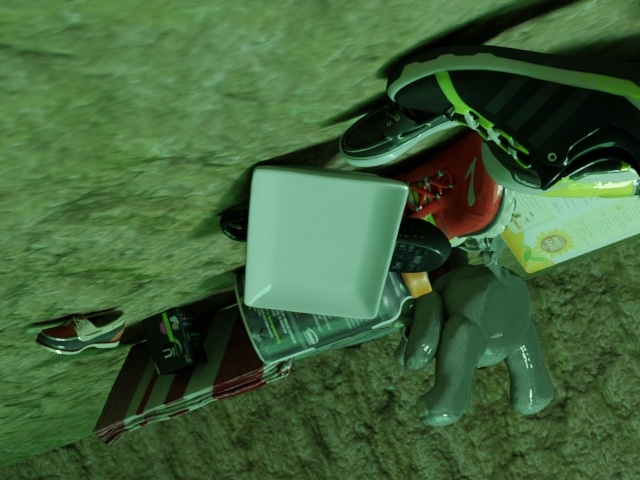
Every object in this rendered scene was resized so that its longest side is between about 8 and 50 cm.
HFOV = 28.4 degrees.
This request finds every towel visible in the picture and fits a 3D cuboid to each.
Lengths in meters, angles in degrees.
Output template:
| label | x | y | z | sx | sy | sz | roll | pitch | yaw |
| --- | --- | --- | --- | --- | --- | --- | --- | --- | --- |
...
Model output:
| label | x | y | z | sx | sy | sz | roll | pitch | yaw |
| --- | --- | --- | --- | --- | --- | --- | --- | --- | --- |
| towel | -0.168 | 0.175 | 1.875 | 0.329 | 0.037 | 0.237 | -22 | -156 | 19 |

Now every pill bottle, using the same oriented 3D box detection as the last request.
| label | x | y | z | sx | sy | sz | roll | pitch | yaw |
| --- | --- | --- | --- | --- | --- | --- | --- | --- | --- |
| pill bottle | 0.021 | 0.067 | 1.674 | 0.245 | 0.130 | 0.130 | -19 | 171 | 5 |

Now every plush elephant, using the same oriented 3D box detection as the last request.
| label | x | y | z | sx | sy | sz | roll | pitch | yaw |
| --- | --- | --- | --- | --- | --- | --- | --- | --- | --- |
| plush elephant | 0.182 | 0.112 | 1.956 | 0.272 | 0.330 | 0.255 | -9 | -170 | -40 |

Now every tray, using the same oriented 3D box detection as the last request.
| label | x | y | z | sx | sy | sz | roll | pitch | yaw |
| --- | --- | --- | --- | --- | --- | --- | --- | --- | --- |
| tray | 0.000 | 0.000 | 1.255 | 0.145 | 0.030 | 0.270 | 7 | 149 | -1 |

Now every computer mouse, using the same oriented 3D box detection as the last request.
| label | x | y | z | sx | sy | sz | roll | pitch | yaw |
| --- | --- | --- | --- | --- | --- | --- | --- | --- | --- |
| computer mouse | 0.017 | -0.010 | 1.305 | 0.242 | 0.041 | 0.071 | 9 | 150 | -8 |

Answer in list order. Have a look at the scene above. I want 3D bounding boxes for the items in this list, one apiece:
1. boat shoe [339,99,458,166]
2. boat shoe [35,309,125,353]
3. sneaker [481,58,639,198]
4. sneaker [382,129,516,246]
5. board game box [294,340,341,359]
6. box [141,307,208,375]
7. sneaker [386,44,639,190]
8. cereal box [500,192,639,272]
| label | x | y | z | sx | sy | sz | roll | pitch | yaw |
| --- | --- | --- | --- | --- | --- | --- | --- | --- | --- |
| boat shoe | 0.075 | -0.107 | 1.056 | 0.142 | 0.049 | 0.040 | -23 | 151 | 17 |
| boat shoe | -0.300 | 0.113 | 1.588 | 0.137 | 0.049 | 0.043 | -2 | 119 | -53 |
| sneaker | 0.314 | -0.087 | 1.210 | 0.384 | 0.145 | 0.147 | -12 | 144 | -28 |
| sneaker | 0.115 | -0.041 | 1.348 | 0.118 | 0.107 | 0.279 | 0 | 160 | -22 |
| board game box | 0.082 | 0.118 | 2.212 | 0.224 | 0.097 | 0.303 | -26 | 170 | 32 |
| box | -0.209 | 0.145 | 1.815 | 0.062 | 0.083 | 0.052 | -22 | 170 | 19 |
| sneaker | 0.161 | -0.089 | 0.956 | 0.234 | 0.097 | 0.084 | 6 | 175 | 14 |
| cereal box | 0.304 | -0.068 | 1.418 | 0.240 | 0.047 | 0.173 | -22 | 128 | 22 |
